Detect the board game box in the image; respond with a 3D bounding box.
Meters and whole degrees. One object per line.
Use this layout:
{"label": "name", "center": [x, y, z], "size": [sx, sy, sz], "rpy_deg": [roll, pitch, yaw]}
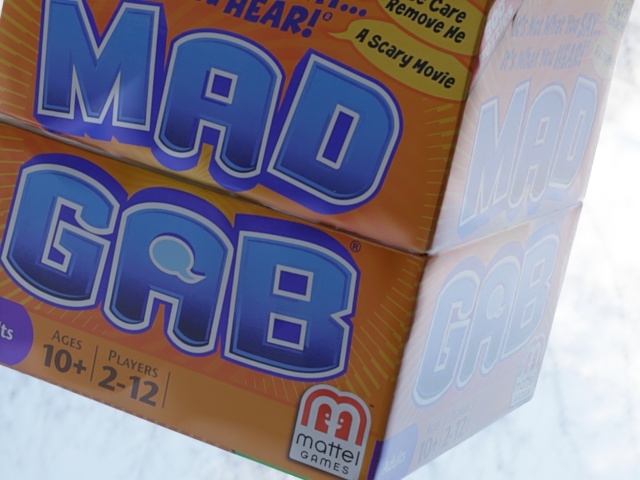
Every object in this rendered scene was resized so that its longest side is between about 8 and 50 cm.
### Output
{"label": "board game box", "center": [-0.014, -0.061, 1.447], "size": [0.357, 0.356, 0.356], "rpy_deg": [18, -166, 22]}
